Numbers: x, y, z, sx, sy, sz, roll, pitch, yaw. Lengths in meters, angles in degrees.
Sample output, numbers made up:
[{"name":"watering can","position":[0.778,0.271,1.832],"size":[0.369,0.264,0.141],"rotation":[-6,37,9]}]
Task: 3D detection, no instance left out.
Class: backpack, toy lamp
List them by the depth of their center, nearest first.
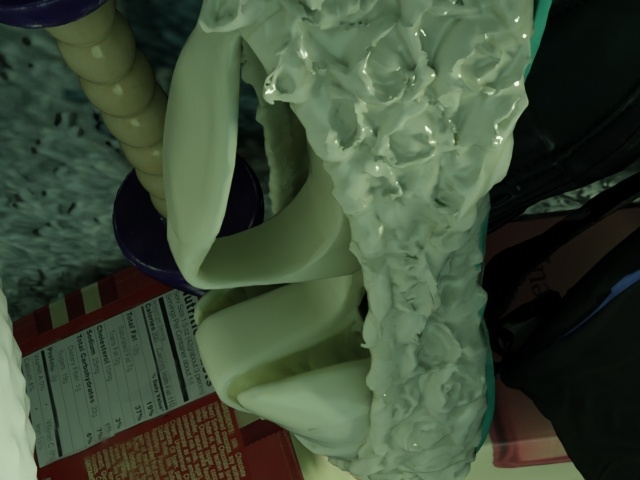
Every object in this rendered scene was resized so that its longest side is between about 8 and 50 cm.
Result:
[{"name":"toy lamp","position":[-0.077,-0.048,0.488],"size":[0.080,0.080,0.275],"rotation":[-11,152,4]},{"name":"backpack","position":[0.250,0.018,0.546],"size":[0.263,0.213,0.276],"rotation":[-37,177,-31]}]

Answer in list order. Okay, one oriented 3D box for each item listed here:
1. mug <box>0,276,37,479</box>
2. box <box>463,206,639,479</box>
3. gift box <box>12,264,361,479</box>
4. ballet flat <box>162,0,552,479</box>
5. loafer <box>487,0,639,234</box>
[{"name":"mug","position":[-0.218,0.060,0.368],"size":[0.276,0.328,0.374],"rotation":[6,151,-30]},{"name":"box","position":[0.154,0.074,0.735],"size":[0.232,0.149,0.127],"rotation":[-7,155,-6]},{"name":"gift box","position":[-0.100,0.168,0.740],"size":[0.276,0.255,0.258],"rotation":[-21,151,12]},{"name":"ballet flat","position":[0.000,0.000,0.482],"size":[0.147,0.147,0.409],"rotation":[-7,140,-4]},{"name":"loafer","position":[0.089,-0.053,0.528],"size":[0.078,0.076,0.223],"rotation":[-3,159,-31]}]
